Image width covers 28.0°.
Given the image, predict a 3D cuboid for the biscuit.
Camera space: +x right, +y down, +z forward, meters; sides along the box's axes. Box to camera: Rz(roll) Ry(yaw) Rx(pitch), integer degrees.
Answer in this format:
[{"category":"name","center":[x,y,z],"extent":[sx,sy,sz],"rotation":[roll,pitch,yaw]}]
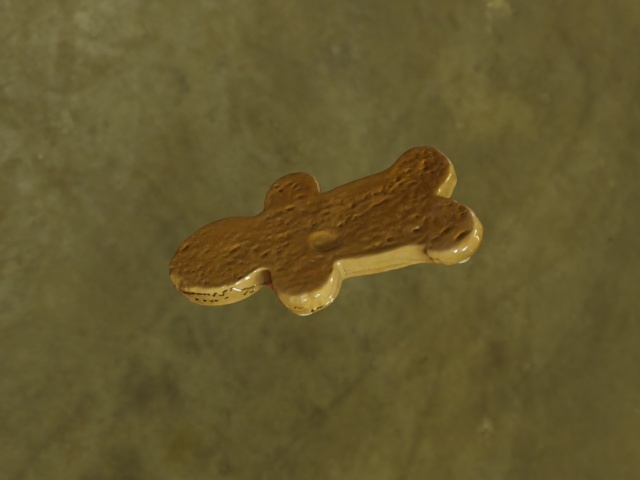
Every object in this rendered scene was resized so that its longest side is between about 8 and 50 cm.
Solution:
[{"category":"biscuit","center":[0.000,0.000,1.414],"extent":[0.216,0.340,0.047],"rotation":[-104,175,-51]}]
